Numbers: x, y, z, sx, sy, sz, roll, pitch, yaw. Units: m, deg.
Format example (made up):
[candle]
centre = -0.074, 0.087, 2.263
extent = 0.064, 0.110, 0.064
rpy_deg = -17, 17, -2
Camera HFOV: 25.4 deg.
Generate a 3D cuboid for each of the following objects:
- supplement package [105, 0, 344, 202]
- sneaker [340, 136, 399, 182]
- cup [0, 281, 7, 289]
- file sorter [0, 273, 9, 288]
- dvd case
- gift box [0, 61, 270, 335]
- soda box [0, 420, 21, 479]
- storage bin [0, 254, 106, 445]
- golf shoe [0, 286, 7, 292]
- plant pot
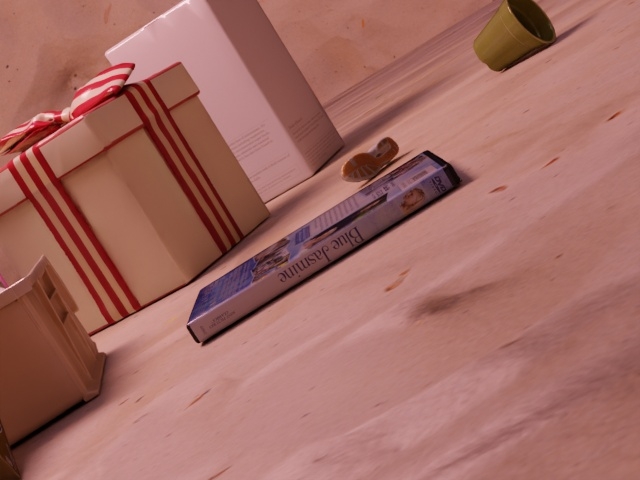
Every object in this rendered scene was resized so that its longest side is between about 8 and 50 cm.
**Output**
[supplement package]
centre = -0.129, -0.199, 2.000
extent = 0.177, 0.293, 0.175
rpy_deg = -28, 9, 23
[sneaker]
centre = 0.050, -0.080, 1.533
extent = 0.083, 0.032, 0.037
rpy_deg = -31, -8, -36
[cup]
centre = -0.607, 0.084, 1.924
extent = 0.331, 0.237, 0.331
rpy_deg = -19, 28, 11
[file sorter]
centre = -0.592, 0.115, 2.269
extent = 0.290, 0.182, 0.202
rpy_deg = -37, 9, -33
[dvd case]
centre = 0.000, 0.000, 1.227
extent = 0.253, 0.022, 0.180
rpy_deg = -32, 7, 3
[gift box]
centre = -0.249, -0.062, 1.734
extent = 0.255, 0.258, 0.276
rpy_deg = -28, 10, 28
[soda box]
centre = -0.292, 0.127, 1.106
extent = 0.058, 0.061, 0.181
rpy_deg = -33, 41, -4
[storage bin]
centre = -0.343, 0.140, 1.324
extent = 0.262, 0.123, 0.260
rpy_deg = -33, 8, -4
[golf shoe]
centre = -0.402, 0.088, 1.747
extent = 0.077, 0.094, 0.198
rpy_deg = -39, 36, -11
[plant pot]
centre = 0.230, -0.249, 1.734
extent = 0.079, 0.083, 0.083
rpy_deg = -42, 1, 34
